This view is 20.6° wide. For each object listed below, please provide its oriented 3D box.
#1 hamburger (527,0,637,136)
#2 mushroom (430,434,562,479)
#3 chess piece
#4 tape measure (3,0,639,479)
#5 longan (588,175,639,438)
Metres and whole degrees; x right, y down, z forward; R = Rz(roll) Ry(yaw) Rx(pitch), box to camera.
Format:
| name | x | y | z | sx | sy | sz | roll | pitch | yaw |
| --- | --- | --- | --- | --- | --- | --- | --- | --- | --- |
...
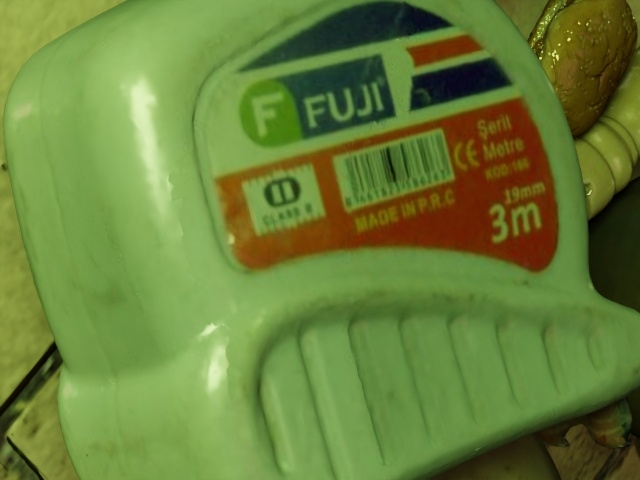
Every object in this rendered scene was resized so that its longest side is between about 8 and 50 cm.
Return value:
| name | x | y | z | sx | sy | sz | roll | pitch | yaw |
| --- | --- | --- | --- | --- | --- | --- | --- | --- | --- |
| hamburger | 0.137 | -0.098 | 0.944 | 0.083 | 0.044 | 0.076 | -58 | 143 | -6 |
| mushroom | 0.031 | 0.163 | 0.866 | 0.204 | 0.204 | 0.204 | -29 | 131 | -40 |
| chess piece | 0.174 | -0.061 | 0.995 | 0.122 | 0.066 | 0.066 | -40 | 138 | -27 |
| tape measure | 0.000 | 0.001 | 0.712 | 0.243 | 0.125 | 0.246 | -17 | 92 | -41 |
| longan | 0.226 | 0.035 | 1.030 | 0.189 | 0.189 | 0.189 | -29 | 131 | -40 |
